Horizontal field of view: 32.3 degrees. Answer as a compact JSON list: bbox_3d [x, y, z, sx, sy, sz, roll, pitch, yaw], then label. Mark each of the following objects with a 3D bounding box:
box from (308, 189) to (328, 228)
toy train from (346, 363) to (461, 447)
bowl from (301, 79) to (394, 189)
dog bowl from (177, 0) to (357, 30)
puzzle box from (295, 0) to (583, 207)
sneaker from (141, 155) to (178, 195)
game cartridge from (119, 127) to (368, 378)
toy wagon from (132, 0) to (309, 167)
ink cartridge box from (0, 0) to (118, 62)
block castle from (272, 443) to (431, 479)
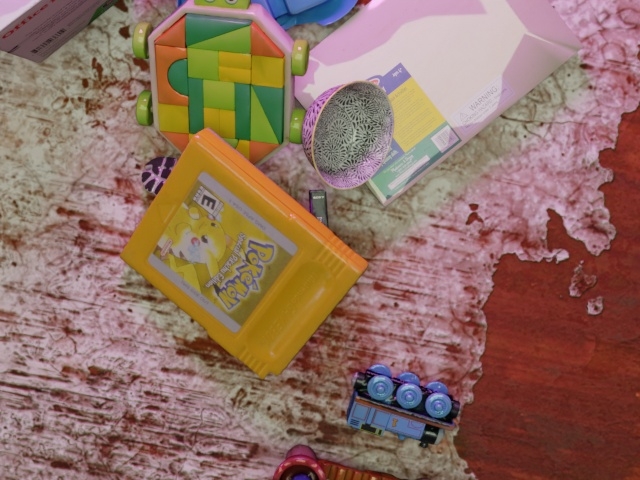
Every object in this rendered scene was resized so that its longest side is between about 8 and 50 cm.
[{"bbox_3d":[0.000,0.000,1.746,0.029,0.116,0.162,-5,94,-2],"label":"box"},{"bbox_3d":[0.131,0.270,1.785,0.184,0.080,0.105,17,103,-3],"label":"toy train"},{"bbox_3d":[0.026,-0.169,1.689,0.170,0.080,0.170,-19,120,-37],"label":"bowl"},{"bbox_3d":[-0.080,-0.395,1.725,0.297,0.074,0.166,-23,112,1],"label":"dog bowl"},{"bbox_3d":[0.173,-0.282,1.760,0.409,0.052,0.272,-38,93,3],"label":"puzzle box"},{"bbox_3d":[-0.207,-0.083,1.771,0.170,0.071,0.068,16,76,14],"label":"sneaker"},{"bbox_3d":[-0.126,0.032,1.700,0.323,0.052,0.285,40,124,5],"label":"game cartridge"},{"bbox_3d":[-0.152,-0.270,1.678,0.267,0.068,0.344,7,126,6],"label":"toy wagon"},{"bbox_3d":[-0.410,-0.382,1.637,0.211,0.289,0.121,-37,93,2],"label":"ink cartridge box"},{"bbox_3d":[0.014,0.569,1.734,0.303,0.213,0.453,16,94,-1],"label":"block castle"}]
